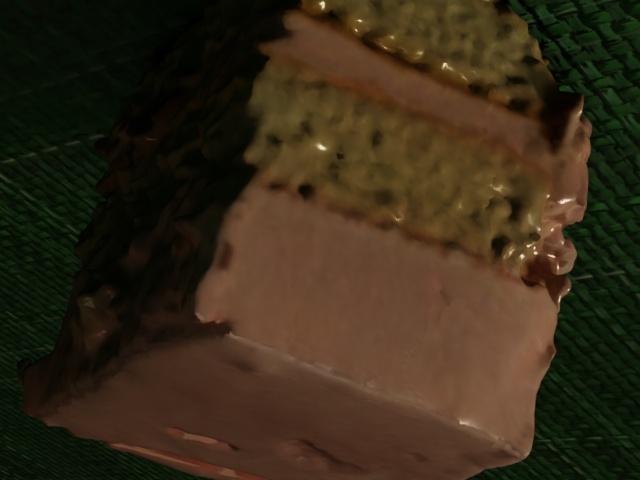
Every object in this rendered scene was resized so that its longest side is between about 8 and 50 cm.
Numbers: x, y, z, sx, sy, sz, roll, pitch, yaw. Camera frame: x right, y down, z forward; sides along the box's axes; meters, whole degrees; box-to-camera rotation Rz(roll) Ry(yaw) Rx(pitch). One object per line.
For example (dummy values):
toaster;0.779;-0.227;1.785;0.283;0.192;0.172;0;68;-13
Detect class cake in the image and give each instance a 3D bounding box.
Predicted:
cake;0.000;0.000;0.940;0.293;0.306;0.314;25;151;-18
